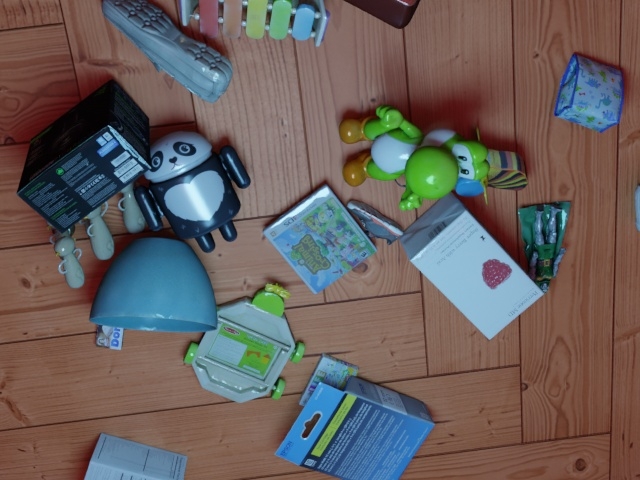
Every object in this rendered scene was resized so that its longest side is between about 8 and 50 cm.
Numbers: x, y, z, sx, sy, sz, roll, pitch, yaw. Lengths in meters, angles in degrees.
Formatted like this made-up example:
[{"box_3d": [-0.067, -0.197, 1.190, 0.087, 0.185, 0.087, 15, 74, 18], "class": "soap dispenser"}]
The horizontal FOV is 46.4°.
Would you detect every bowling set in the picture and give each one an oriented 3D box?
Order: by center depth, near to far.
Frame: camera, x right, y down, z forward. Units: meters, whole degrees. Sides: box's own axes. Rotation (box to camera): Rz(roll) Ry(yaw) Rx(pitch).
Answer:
[{"box_3d": [-0.557, -0.040, 1.701, 0.200, 0.287, 0.154, 12, 130, 21], "class": "bowling set"}]

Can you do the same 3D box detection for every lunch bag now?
[{"box_3d": [0.622, -0.342, 1.715, 0.129, 0.096, 0.151, 17, 78, -9], "class": "lunch bag"}]

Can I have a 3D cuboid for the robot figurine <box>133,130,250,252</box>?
[{"box_3d": [-0.288, -0.113, 1.699, 0.174, 0.209, 0.278, -6, 116, 42], "class": "robot figurine"}]

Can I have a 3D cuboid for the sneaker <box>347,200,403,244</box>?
[{"box_3d": [0.124, -0.037, 1.813, 0.158, 0.061, 0.065, 32, 111, -13], "class": "sneaker"}]

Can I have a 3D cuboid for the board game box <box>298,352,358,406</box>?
[{"box_3d": [0.021, 0.383, 1.971, 0.103, 0.026, 0.154, 22, 107, -10], "class": "board game box"}]

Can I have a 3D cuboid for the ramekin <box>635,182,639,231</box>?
[{"box_3d": [0.847, -0.096, 1.760, 0.207, 0.207, 0.109, -15, 101, 2], "class": "ramekin"}]

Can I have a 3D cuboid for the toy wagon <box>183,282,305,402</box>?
[{"box_3d": [-0.175, 0.250, 1.892, 0.267, 0.068, 0.344, 25, 105, -12], "class": "toy wagon"}]

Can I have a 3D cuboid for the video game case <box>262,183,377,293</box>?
[{"box_3d": [0.000, 0.000, 1.806, 0.193, 0.023, 0.212, -36, 109, 10], "class": "video game case"}]

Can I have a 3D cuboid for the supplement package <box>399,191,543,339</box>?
[{"box_3d": [0.359, 0.058, 1.796, 0.177, 0.175, 0.293, -43, 106, 10], "class": "supplement package"}]

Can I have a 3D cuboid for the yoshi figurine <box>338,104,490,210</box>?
[{"box_3d": [0.179, -0.174, 1.600, 0.203, 0.362, 0.203, 34, 76, -43], "class": "yoshi figurine"}]

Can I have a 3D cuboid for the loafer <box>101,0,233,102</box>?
[{"box_3d": [-0.342, -0.416, 1.624, 0.319, 0.112, 0.111, 37, 133, -3], "class": "loafer"}]

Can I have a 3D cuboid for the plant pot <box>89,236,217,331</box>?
[{"box_3d": [-0.379, 0.102, 1.743, 0.290, 0.290, 0.195, 4, 76, -5], "class": "plant pot"}]

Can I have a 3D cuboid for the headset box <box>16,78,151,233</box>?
[{"box_3d": [-0.502, -0.192, 1.612, 0.246, 0.283, 0.131, -34, 123, 10], "class": "headset box"}]

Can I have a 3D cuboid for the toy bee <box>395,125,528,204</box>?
[{"box_3d": [0.343, -0.168, 1.708, 0.298, 0.162, 0.195, -18, 67, -12], "class": "toy bee"}]

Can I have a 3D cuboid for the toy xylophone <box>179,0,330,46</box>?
[{"box_3d": [-0.139, -0.508, 1.562, 0.323, 0.236, 0.081, 5, 71, 1], "class": "toy xylophone"}]

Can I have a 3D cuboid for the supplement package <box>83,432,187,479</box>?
[{"box_3d": [-0.491, 0.629, 1.969, 0.244, 0.139, 0.133, 19, 106, -9], "class": "supplement package"}]

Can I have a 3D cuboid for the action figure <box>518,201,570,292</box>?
[{"box_3d": [0.559, 0.025, 1.860, 0.137, 0.063, 0.232, -7, 113, -4], "class": "action figure"}]

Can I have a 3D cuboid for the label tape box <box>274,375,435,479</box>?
[{"box_3d": [0.083, 0.493, 1.949, 0.348, 0.115, 0.249, 24, 107, -17], "class": "label tape box"}]

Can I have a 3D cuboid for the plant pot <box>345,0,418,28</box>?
[{"box_3d": [0.133, -0.602, 1.519, 0.267, 0.236, 0.267, 24, 106, -11], "class": "plant pot"}]

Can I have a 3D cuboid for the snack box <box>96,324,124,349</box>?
[{"box_3d": [-0.522, 0.188, 1.873, 0.064, 0.022, 0.178, 9, 108, -8], "class": "snack box"}]
